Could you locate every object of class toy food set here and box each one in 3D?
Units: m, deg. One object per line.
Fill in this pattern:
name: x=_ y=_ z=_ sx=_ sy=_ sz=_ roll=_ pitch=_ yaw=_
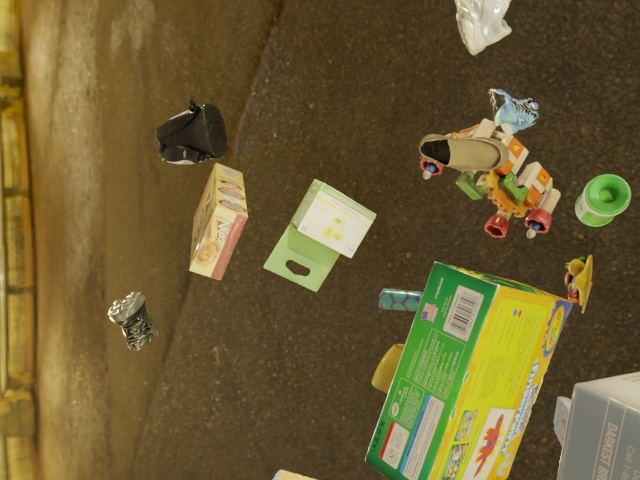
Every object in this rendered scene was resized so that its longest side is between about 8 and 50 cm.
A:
toy food set: x=0.753 y=0.120 z=1.740 sx=0.071 sy=0.218 sz=0.128 roll=13 pitch=65 yaw=30

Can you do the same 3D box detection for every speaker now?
speaker: x=0.849 y=-0.117 z=1.783 sx=0.131 sy=0.296 sz=0.131 roll=-2 pitch=84 yaw=18

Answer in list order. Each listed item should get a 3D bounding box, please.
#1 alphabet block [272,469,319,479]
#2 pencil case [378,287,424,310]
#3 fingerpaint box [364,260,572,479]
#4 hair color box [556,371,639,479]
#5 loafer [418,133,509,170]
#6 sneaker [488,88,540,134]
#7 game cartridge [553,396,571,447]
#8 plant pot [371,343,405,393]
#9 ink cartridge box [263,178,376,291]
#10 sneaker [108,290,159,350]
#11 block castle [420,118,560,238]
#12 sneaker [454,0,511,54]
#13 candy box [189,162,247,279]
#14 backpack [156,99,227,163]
alphabet block: x=-0.027 y=0.659 z=1.305 sx=0.197 sy=0.193 sz=0.193 roll=3 pitch=129 yaw=29
pencil case: x=0.245 y=0.174 z=1.692 sx=0.151 sy=0.070 sz=0.065 roll=4 pitch=74 yaw=26
fingerpaint box: x=0.328 y=0.295 z=1.273 sx=0.163 sy=0.371 sz=0.445 roll=23 pitch=97 yaw=44
hair color box: x=0.342 y=0.188 z=0.310 sx=0.374 sy=0.185 sz=0.114 roll=20 pitch=107 yaw=57
loafer: x=0.221 y=-0.136 z=0.931 sx=0.147 sy=0.050 sz=0.056 roll=10 pitch=115 yaw=30
sneaker: x=0.339 y=-0.231 z=1.021 sx=0.073 sy=0.162 sz=0.064 roll=-11 pitch=83 yaw=31
game cartridge: x=0.309 y=0.233 z=0.729 sx=0.083 sy=0.017 sz=0.056 roll=-76 pitch=-15 yaw=-71
plant pot: x=0.190 y=0.290 z=1.337 sx=0.134 sy=0.134 sz=0.095 roll=16 pitch=97 yaw=56
ink cartridge box: x=0.000 y=0.000 z=1.355 sx=0.235 sy=0.171 sz=0.056 roll=-60 pitch=32 yaw=3
sneaker: x=-0.421 y=0.188 z=1.349 sx=0.130 sy=0.087 sz=0.227 roll=63 pitch=162 yaw=-5
block castle: x=0.604 y=-0.192 z=2.105 sx=0.213 sy=0.453 sz=0.303 roll=-56 pitch=20 yaw=-19
sneaker: x=0.305 y=-0.477 z=1.118 sx=0.115 sy=0.232 sz=0.090 roll=-21 pitch=44 yaw=11
candy box: x=-0.264 y=-0.058 z=1.520 sx=0.316 sy=0.087 sz=0.183 roll=-109 pitch=41 yaw=-63
backpack: x=-0.321 y=-0.251 z=1.468 sx=0.181 sy=0.115 sz=0.152 roll=-10 pitch=85 yaw=34
